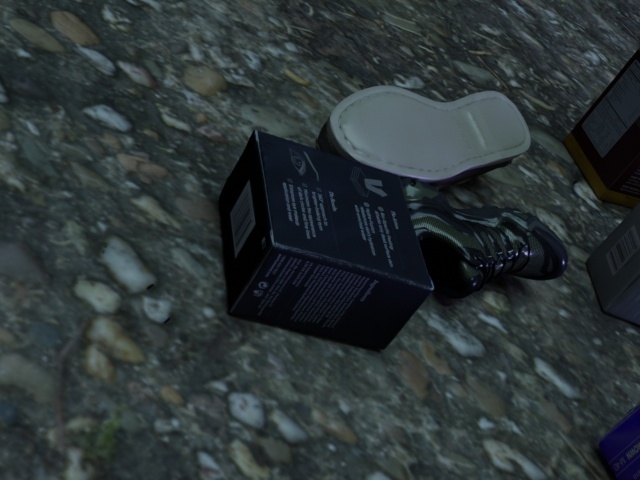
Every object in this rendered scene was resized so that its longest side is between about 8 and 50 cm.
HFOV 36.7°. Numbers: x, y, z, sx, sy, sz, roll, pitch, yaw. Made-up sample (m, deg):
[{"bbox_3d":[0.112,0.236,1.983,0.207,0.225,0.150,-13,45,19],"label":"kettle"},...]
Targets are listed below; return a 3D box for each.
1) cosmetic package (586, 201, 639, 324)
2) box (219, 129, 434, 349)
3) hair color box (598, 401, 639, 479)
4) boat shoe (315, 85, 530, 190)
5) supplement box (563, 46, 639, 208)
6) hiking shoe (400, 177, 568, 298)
[{"bbox_3d":[0.457,0.051,1.156,0.238,0.127,0.107,20,36,-16],"label":"cosmetic package"},{"bbox_3d":[0.000,0.000,0.873,0.158,0.093,0.156,16,38,-23],"label":"box"},{"bbox_3d":[0.409,0.294,0.840,0.185,0.110,0.338,10,39,-32],"label":"hair color box"},{"bbox_3d":[0.109,-0.106,1.088,0.324,0.097,0.116,-12,75,-45],"label":"boat shoe"},{"bbox_3d":[0.495,-0.151,1.367,0.191,0.194,0.129,11,41,-29],"label":"supplement box"},{"bbox_3d":[0.157,0.021,1.004,0.227,0.086,0.114,15,52,-16],"label":"hiking shoe"}]
